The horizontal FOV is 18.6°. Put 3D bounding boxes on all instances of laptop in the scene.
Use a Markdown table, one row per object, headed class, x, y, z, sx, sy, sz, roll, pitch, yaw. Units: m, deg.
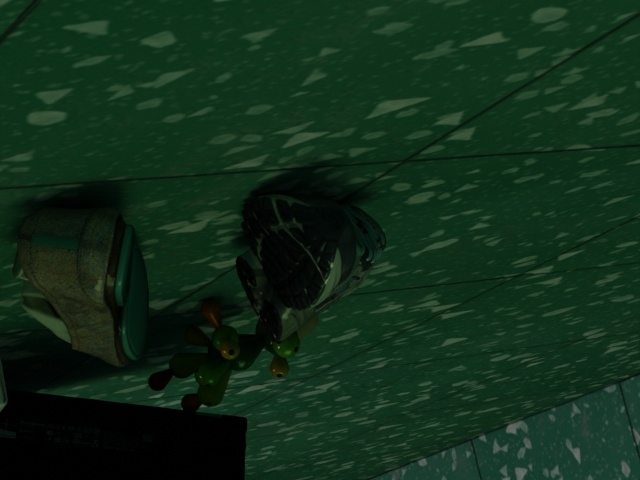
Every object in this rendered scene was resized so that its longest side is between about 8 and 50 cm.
| class | x | y | z | sx | sy | sz | roll | pitch | yaw |
| --- | --- | --- | --- | --- | --- | --- | --- | --- | --- |
| laptop | -0.285 | 0.288 | 2.137 | 0.382 | 0.408 | 0.236 | 7 | 132 | -6 |

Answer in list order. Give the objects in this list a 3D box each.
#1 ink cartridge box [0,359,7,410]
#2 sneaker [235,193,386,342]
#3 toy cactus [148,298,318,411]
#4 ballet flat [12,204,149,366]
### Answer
| class | x | y | z | sx | sy | sz | roll | pitch | yaw |
| --- | --- | --- | --- | --- | --- | --- | --- | --- | --- |
| ink cartridge box | -0.423 | 0.146 | 1.844 | 0.201 | 0.117 | 0.278 | -9 | 166 | -21 |
| sneaker | 0.000 | 0.000 | 1.750 | 0.122 | 0.110 | 0.283 | -29 | 174 | -15 |
| toy cactus | -0.081 | 0.108 | 2.143 | 0.180 | 0.112 | 0.219 | -28 | 177 | -42 |
| ballet flat | -0.206 | 0.033 | 1.667 | 0.106 | 0.107 | 0.316 | 7 | 162 | 0 |
